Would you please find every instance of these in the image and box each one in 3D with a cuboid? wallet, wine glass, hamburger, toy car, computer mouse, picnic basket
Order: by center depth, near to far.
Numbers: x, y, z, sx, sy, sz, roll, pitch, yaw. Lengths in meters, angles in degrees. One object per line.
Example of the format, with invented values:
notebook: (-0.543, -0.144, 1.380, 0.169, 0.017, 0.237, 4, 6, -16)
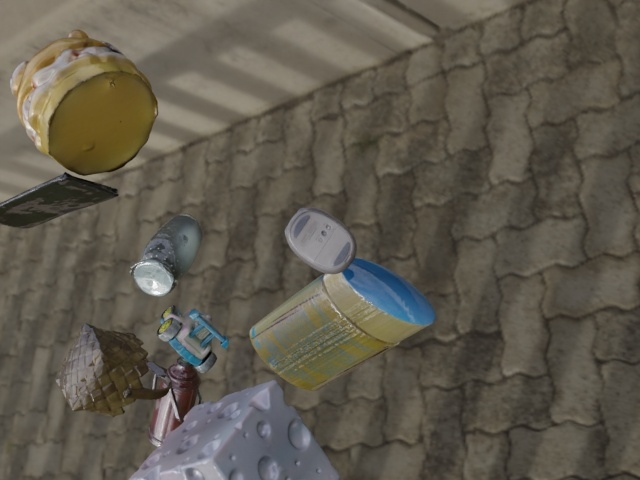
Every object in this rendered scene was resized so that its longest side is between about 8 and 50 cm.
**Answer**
computer mouse: (0.000, 0.000, 1.146, 0.066, 0.096, 0.039, -56, 16, -4)
picnic basket: (-0.330, 0.222, 1.557, 0.128, 0.178, 0.138, 41, 107, 41)
toy car: (-0.243, 0.172, 1.848, 0.098, 0.126, 0.161, -40, 19, 9)
hamburger: (-0.492, -0.295, 1.917, 0.237, 0.276, 0.276, 47, 111, 30)
wallet: (-0.574, -0.079, 1.975, 0.285, 0.146, 0.030, -17, 72, 32)
wine glass: (-0.338, 0.031, 2.104, 0.111, 0.111, 0.204, -35, 17, 32)

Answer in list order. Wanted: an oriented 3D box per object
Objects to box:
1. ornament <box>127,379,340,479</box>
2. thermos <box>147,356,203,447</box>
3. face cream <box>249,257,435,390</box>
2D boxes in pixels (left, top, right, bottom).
ornament: (-0.156, 0.443, 1.737, 0.239, 0.240, 0.239, -23, 105, 36)
thermos: (-0.335, 0.360, 2.159, 0.124, 0.099, 0.232, 24, 116, 19)
face cream: (0.021, 0.116, 1.279, 0.285, 0.139, 0.067, -38, 16, 49)
